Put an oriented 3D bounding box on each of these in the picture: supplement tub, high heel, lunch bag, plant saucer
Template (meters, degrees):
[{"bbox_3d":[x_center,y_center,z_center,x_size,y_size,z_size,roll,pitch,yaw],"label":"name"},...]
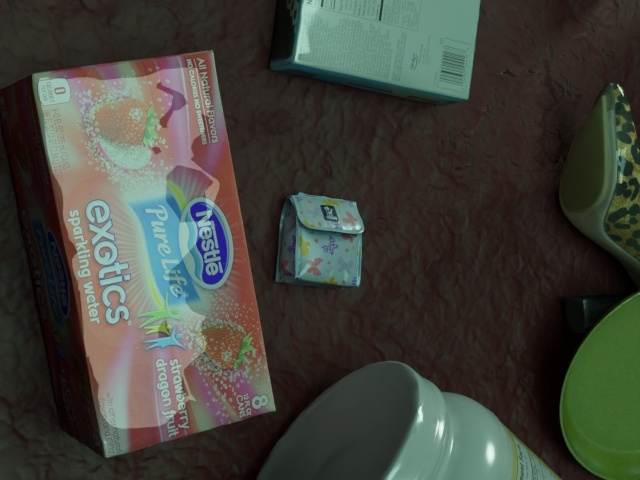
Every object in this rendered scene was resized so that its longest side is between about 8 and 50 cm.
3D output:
[{"bbox_3d":[0.120,0.286,1.058,0.331,0.241,0.241,43,74,-19],"label":"supplement tub"},{"bbox_3d":[0.345,-0.036,1.235,0.186,0.093,0.261,-6,106,-22],"label":"high heel"},{"bbox_3d":[0.000,0.000,1.100,0.071,0.053,0.083,9,78,-26],"label":"lunch bag"},{"bbox_3d":[0.349,0.141,1.237,0.241,0.037,0.241,-7,116,-15],"label":"plant saucer"}]

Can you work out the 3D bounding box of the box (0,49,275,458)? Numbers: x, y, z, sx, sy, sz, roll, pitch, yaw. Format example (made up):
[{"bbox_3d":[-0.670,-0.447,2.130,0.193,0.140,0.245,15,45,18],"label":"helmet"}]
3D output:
[{"bbox_3d":[-0.151,0.007,0.978,0.154,0.142,0.299,-11,96,-25],"label":"box"}]

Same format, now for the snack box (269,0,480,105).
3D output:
[{"bbox_3d":[0.066,-0.302,1.119,0.187,0.060,0.321,9,87,-25],"label":"snack box"}]
